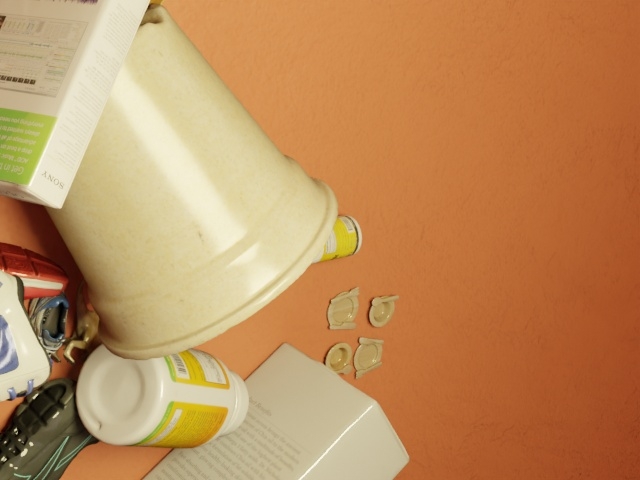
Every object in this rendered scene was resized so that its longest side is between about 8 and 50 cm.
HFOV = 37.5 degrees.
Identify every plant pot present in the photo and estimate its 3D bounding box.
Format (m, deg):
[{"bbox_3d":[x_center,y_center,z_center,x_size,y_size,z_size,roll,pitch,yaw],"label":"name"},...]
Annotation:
[{"bbox_3d":[-0.195,-0.088,1.086,0.334,0.334,0.305,-41,118,-20],"label":"plant pot"}]

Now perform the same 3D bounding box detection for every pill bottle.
[{"bbox_3d":[0.000,0.000,1.425,0.116,0.065,0.065,-10,113,-36],"label":"pill bottle"},{"bbox_3d":[-0.199,0.210,1.267,0.136,0.136,0.246,-64,152,-1],"label":"pill bottle"}]

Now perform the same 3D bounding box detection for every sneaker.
[{"bbox_3d":[-0.390,0.298,1.193,0.267,0.101,0.106,-41,130,-20],"label":"sneaker"},{"bbox_3d":[-0.351,0.123,1.184,0.052,0.058,0.135,11,100,-42],"label":"sneaker"},{"bbox_3d":[-0.384,0.157,0.998,0.182,0.127,0.315,29,69,-42],"label":"sneaker"},{"bbox_3d":[-0.417,0.070,1.107,0.221,0.087,0.128,11,108,-30],"label":"sneaker"}]

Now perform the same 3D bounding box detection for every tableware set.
[{"bbox_3d":[0.063,0.156,1.568,0.141,0.020,0.168,-3,108,-39],"label":"tableware set"}]

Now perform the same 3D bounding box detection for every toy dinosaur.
[{"bbox_3d":[-0.309,0.123,1.237,0.092,0.053,0.183,-51,141,-33],"label":"toy dinosaur"}]

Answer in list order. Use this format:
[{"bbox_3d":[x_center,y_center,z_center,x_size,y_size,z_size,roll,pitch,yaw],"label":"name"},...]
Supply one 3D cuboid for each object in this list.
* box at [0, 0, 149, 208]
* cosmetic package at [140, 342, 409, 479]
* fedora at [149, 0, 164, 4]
[{"bbox_3d":[-0.295,-0.201,0.932,0.058,0.232,0.322,46,60,-58],"label":"box"},{"bbox_3d":[-0.115,0.387,1.371,0.453,0.230,0.161,-43,129,-18],"label":"cosmetic package"},{"bbox_3d":[-0.240,-0.328,1.086,0.194,0.079,0.194,-15,116,-34],"label":"fedora"}]
